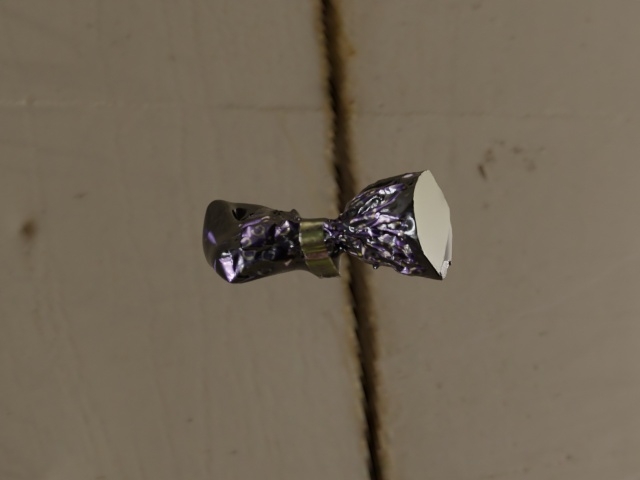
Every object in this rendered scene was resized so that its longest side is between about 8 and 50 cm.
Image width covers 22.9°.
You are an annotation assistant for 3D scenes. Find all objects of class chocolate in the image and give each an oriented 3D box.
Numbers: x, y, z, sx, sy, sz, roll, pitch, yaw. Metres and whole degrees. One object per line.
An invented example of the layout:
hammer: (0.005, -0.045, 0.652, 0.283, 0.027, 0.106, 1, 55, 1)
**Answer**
chocolate: (-0.001, 0.001, 0.874, 0.072, 0.147, 0.070, -27, -76, -59)
